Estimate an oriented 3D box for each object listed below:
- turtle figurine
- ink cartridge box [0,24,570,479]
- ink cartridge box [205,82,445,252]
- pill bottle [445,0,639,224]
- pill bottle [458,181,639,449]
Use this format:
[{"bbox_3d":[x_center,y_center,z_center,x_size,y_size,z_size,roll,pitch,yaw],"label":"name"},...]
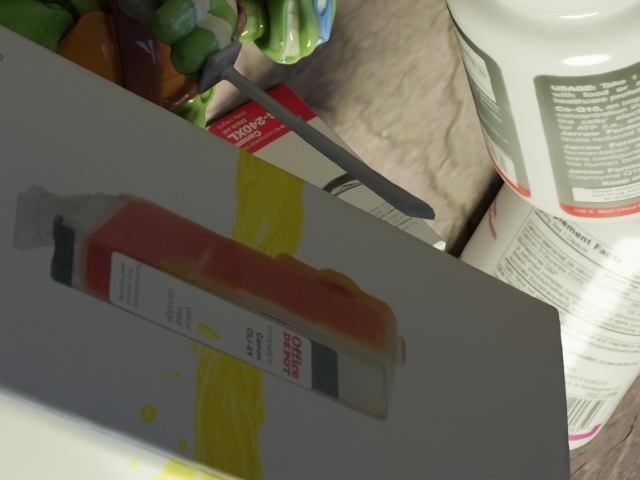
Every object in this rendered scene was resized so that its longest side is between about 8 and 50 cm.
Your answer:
[{"bbox_3d":[-0.102,-0.037,0.834,0.266,0.274,0.198,-9,176,-14],"label":"turtle figurine"},{"bbox_3d":[-0.129,0.076,0.761,0.385,0.160,0.279,26,137,-26],"label":"ink cartridge box"},{"bbox_3d":[0.000,0.000,1.108,0.063,0.150,0.109,-30,150,-23],"label":"ink cartridge box"},{"bbox_3d":[0.158,-0.139,1.111,0.161,0.161,0.283,-39,153,-7],"label":"pill bottle"},{"bbox_3d":[0.200,0.002,1.365,0.160,0.160,0.283,-9,138,-47],"label":"pill bottle"}]
